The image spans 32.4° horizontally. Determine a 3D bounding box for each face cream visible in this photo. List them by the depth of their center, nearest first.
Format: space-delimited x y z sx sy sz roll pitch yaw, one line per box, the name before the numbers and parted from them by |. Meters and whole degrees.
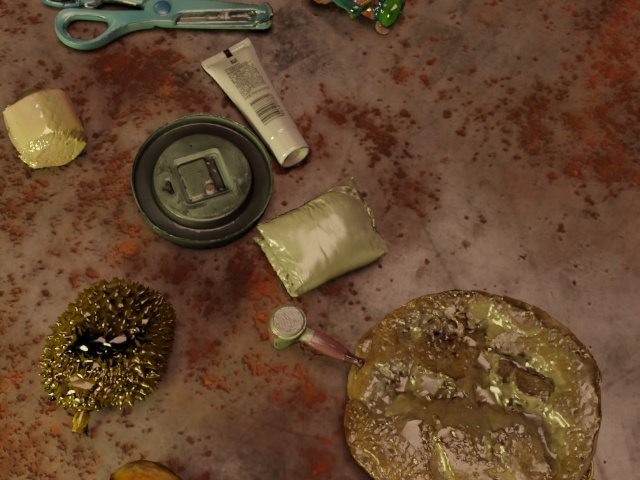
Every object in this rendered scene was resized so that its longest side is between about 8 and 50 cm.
face cream | -0.101 -0.224 1.808 0.092 0.058 0.244 -29 69 -9

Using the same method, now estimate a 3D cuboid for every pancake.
pancake | 0.224 0.245 1.632 0.386 0.082 0.387 -2 63 3

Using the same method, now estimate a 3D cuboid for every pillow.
pillow | 0.000 0.000 1.716 0.181 0.078 0.134 -25 74 -12

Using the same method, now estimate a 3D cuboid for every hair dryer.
hair dryer | -0.006 0.155 1.639 0.154 0.106 0.054 26 69 6

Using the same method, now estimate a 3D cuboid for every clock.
clock | -0.187 -0.093 1.752 0.225 0.049 0.226 1 68 -3

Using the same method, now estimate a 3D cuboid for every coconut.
coconut | -0.436 -0.183 1.726 0.116 0.116 0.122 -26 73 -14

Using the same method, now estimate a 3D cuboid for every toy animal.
toy animal | 0.041 -0.426 1.871 0.208 0.100 0.103 34 31 -5

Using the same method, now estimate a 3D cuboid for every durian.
durian | -0.315 0.158 1.596 0.193 0.138 0.237 14 69 0

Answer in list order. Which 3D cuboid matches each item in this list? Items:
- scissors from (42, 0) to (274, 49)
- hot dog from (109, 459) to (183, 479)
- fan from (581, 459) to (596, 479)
scissors | -0.274 -0.393 1.866 0.392 0.032 0.180 3 69 -3
hot dog | -0.202 0.498 1.431 0.223 0.185 0.405 13 60 -8
fan | 0.387 0.363 1.632 0.082 0.039 0.155 -41 78 -19
